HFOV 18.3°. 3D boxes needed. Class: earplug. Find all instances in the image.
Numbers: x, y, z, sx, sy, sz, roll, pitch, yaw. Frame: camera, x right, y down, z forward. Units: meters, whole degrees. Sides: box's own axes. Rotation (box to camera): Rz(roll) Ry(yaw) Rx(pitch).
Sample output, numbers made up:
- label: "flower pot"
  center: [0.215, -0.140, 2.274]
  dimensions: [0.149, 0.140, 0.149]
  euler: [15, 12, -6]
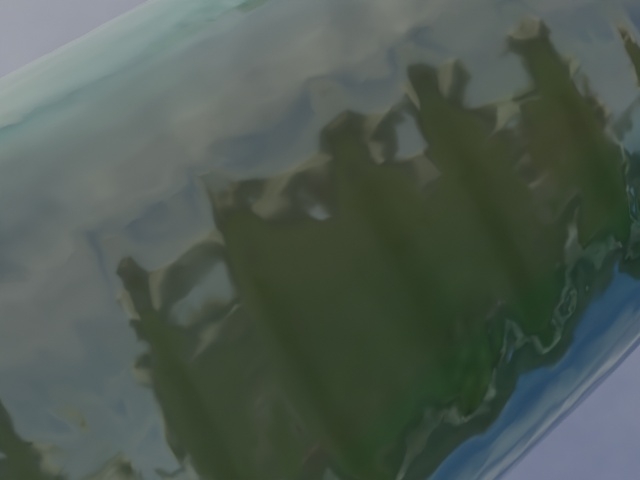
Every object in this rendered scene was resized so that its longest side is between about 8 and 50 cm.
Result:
- label: "earplug"
  center: [0.000, 0.000, 0.497]
  dimensions: [0.324, 0.185, 0.185]
  euler: [-36, -60, -34]
